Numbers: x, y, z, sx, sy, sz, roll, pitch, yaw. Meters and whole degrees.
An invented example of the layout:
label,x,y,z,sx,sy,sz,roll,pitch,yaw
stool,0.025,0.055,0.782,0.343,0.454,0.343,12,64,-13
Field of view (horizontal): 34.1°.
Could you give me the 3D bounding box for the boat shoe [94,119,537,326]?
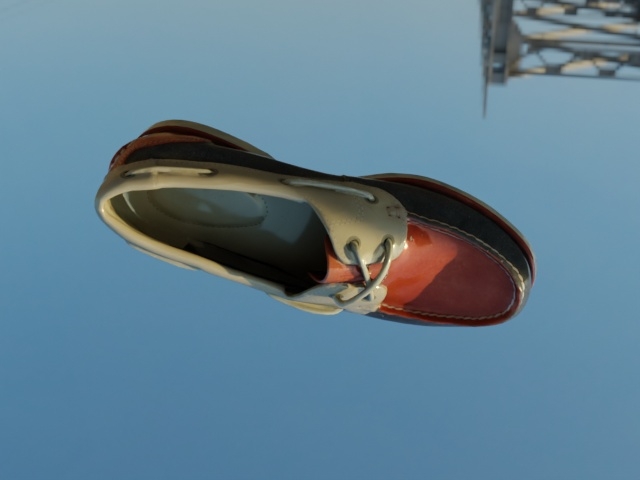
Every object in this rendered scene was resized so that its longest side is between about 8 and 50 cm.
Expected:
label,x,y,z,sx,sy,sz,roll,pitch,yaw
boat shoe,0.000,0.000,0.318,0.137,0.049,0.043,19,-156,-1
